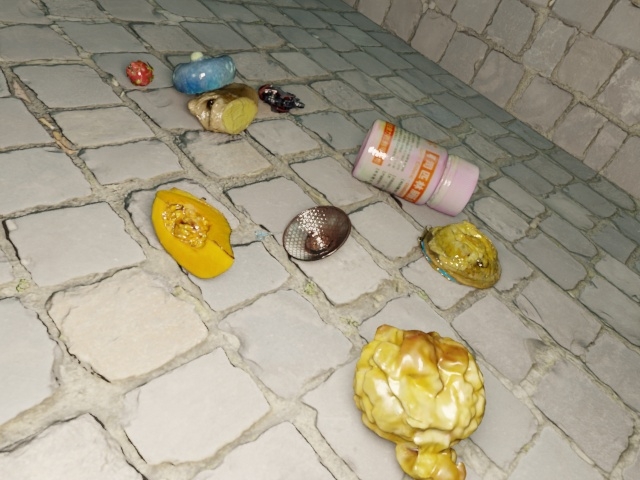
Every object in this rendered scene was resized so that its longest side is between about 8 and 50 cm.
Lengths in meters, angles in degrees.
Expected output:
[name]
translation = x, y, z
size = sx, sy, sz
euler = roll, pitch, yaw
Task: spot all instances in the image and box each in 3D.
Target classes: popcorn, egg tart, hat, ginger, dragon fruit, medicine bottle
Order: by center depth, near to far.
[popcorn]
translation = 0.204, 0.319, 1.019
size = 0.264, 0.225, 0.332
euler = -12, 72, -25
[hat]
translation = 0.000, 0.000, 1.391
size = 0.193, 0.082, 0.193
euler = -13, 47, 14
[egg tart]
translation = 0.443, 0.024, 1.588
size = 0.290, 0.107, 0.291
euler = 16, 37, -13
[ginger]
translation = -0.321, -0.447, 1.708
size = 0.275, 0.130, 0.221
euler = -20, 45, -42
[dragon fruit]
translation = -0.599, -0.556, 1.716
size = 0.081, 0.086, 0.116
euler = 54, 1, 0
[medicine bottle]
translation = 0.320, -0.242, 1.749
size = 0.388, 0.219, 0.219
euler = 24, 37, -5

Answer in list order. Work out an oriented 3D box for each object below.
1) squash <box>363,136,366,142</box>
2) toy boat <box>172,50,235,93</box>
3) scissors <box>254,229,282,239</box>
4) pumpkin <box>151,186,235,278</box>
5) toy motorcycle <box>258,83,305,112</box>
[squash]
translation = 0.224, -0.359, 1.958
size = 0.105, 0.105, 0.132
euler = 32, 19, 9
[toy boat]
translation = -0.400, -0.590, 1.742
size = 0.215, 0.123, 0.330
euler = -8, 27, 3
[scissors]
translation = -0.139, -0.019, 1.387
size = 0.083, 0.006, 0.036
euler = -8, 46, -36
[pumpkin]
translation = -0.280, -0.009, 1.232
size = 0.278, 0.111, 0.163
euler = 37, 23, 17
[toy motorcycle]
translation = -0.156, -0.538, 1.952
size = 0.122, 0.082, 0.213
euler = 43, 29, 24
